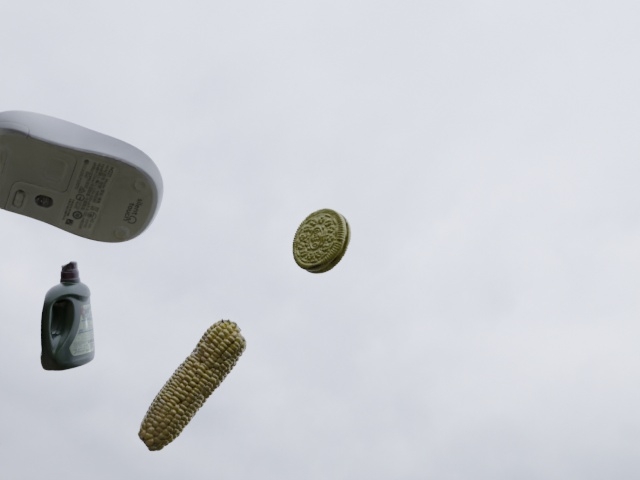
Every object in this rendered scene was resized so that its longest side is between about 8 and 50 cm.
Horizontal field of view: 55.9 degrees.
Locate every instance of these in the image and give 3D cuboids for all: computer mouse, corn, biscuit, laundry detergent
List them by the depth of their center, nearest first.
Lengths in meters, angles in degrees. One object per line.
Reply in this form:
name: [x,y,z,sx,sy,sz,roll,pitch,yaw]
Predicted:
biscuit: [0.000,0.000,0.744,0.084,0.084,0.023,-17,-32,35]
computer mouse: [-0.413,-0.105,0.988,0.297,0.121,0.184,13,-66,-25]
corn: [-0.253,0.288,1.203,0.101,0.291,0.101,30,-21,13]
laundry detergent: [-0.534,0.155,1.269,0.078,0.144,0.221,0,-88,15]
